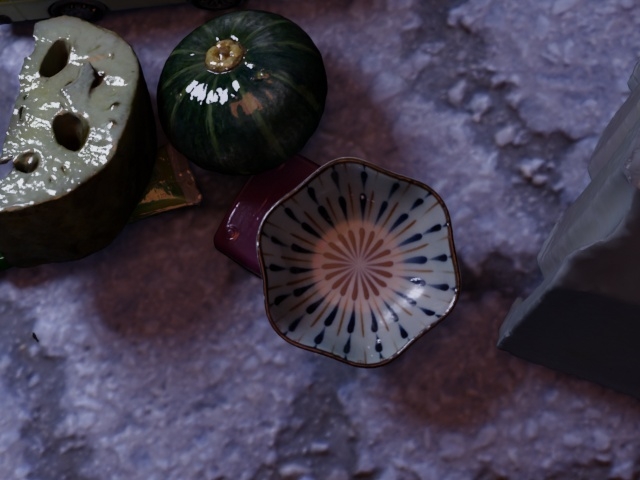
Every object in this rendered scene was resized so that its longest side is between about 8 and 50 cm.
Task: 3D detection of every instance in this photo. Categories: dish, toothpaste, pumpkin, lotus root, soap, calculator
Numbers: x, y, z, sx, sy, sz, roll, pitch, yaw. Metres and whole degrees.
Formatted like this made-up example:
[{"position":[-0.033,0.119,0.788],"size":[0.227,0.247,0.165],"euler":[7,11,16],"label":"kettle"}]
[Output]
[{"position":[0.033,0.022,1.257],"size":[0.191,0.066,0.190],"euler":[0,85,0],"label":"dish"},{"position":[-0.239,-0.026,1.342],"size":[0.248,0.047,0.078],"euler":[-21,69,0],"label":"toothpaste"},{"position":[-0.074,-0.138,1.304],"size":[0.167,0.125,0.167],"euler":[-3,51,3],"label":"pumpkin"},{"position":[-0.227,-0.088,1.285],"size":[0.138,0.119,0.235],"euler":[4,58,13],"label":"lotus root"},{"position":[0.327,-0.049,1.083],"size":[0.213,0.435,0.350],"euler":[29,79,6],"label":"soap"},{"position":[0.000,0.000,1.314],"size":[0.190,0.034,0.126],"euler":[31,85,13],"label":"calculator"}]

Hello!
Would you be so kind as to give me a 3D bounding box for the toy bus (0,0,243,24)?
[{"position":[-0.200,-0.310,1.329],"size":[0.305,0.179,0.143],"euler":[-5,77,6],"label":"toy bus"}]
